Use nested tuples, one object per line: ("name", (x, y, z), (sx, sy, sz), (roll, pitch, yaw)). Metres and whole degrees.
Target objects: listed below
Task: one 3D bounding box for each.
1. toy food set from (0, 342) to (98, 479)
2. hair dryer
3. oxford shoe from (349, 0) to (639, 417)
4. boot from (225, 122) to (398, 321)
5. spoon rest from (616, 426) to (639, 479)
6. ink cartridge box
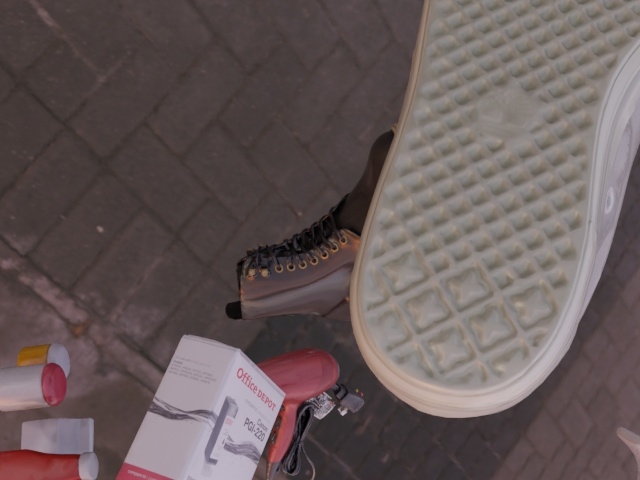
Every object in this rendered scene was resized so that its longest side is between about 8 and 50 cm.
("toy food set", (-0.229, 0.198, 0.811), (0.111, 0.105, 0.232), (66, 18, -67))
("hair dryer", (-0.042, 0.278, 1.442), (0.223, 0.080, 0.293), (-55, 132, -16))
("oxford shoe", (0.137, -0.097, 0.561), (0.130, 0.169, 0.449), (66, 43, -64))
("boot", (0.000, 0.000, 0.688), (0.137, 0.076, 0.197), (-2, 133, -11))
("spoon rest", (0.341, 0.373, 1.127), (0.084, 0.137, 0.276), (35, 87, -20))
("ink cartridge box", (-0.144, 0.248, 1.105), (0.158, 0.092, 0.217), (56, 49, -53))
